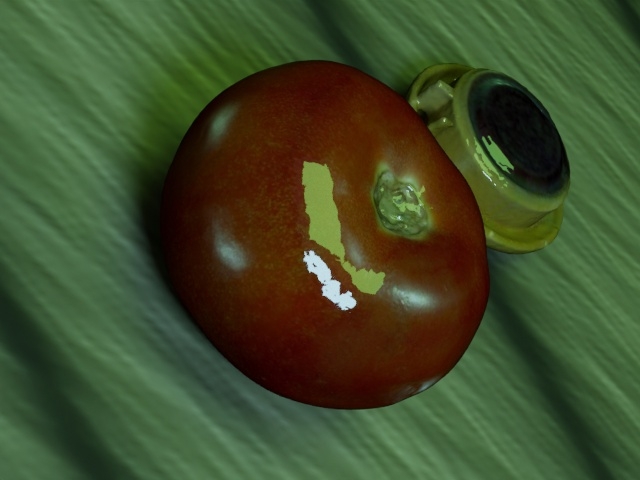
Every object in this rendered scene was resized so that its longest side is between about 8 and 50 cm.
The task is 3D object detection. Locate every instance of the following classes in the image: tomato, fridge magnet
[{"bbox_3d":[0.000,0.000,1.013,0.195,0.136,0.195,25,51,-36],"label":"tomato"},{"bbox_3d":[0.113,-0.058,1.231,0.143,0.063,0.143,26,46,-30],"label":"fridge magnet"}]
